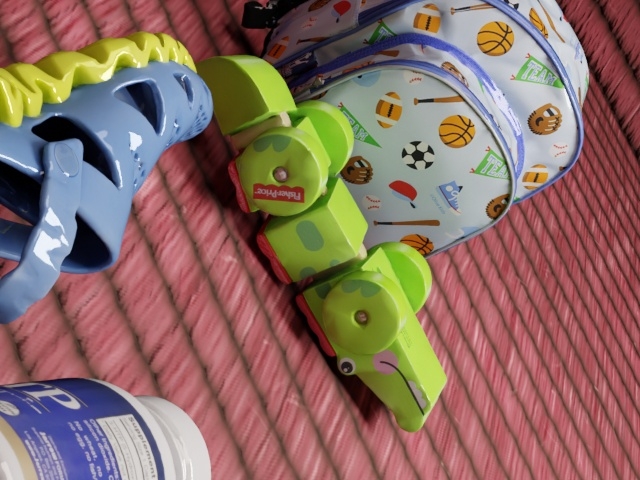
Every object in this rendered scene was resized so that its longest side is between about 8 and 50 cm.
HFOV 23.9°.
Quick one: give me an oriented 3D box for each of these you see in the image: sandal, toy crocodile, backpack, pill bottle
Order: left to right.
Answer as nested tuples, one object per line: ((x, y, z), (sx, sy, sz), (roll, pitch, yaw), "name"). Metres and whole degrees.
((-0.137, 0.125, 0.747), (0.187, 0.112, 0.112), (3, 60, -64), "pill bottle")
((-0.160, -0.039, 0.901), (0.317, 0.126, 0.138), (-29, 93, -59), "sandal")
((0.000, 0.000, 1.204), (0.340, 0.105, 0.115), (60, 22, -11), "toy crocodile")
((0.094, -0.122, 1.311), (0.276, 0.263, 0.213), (48, 26, -27), "backpack")
